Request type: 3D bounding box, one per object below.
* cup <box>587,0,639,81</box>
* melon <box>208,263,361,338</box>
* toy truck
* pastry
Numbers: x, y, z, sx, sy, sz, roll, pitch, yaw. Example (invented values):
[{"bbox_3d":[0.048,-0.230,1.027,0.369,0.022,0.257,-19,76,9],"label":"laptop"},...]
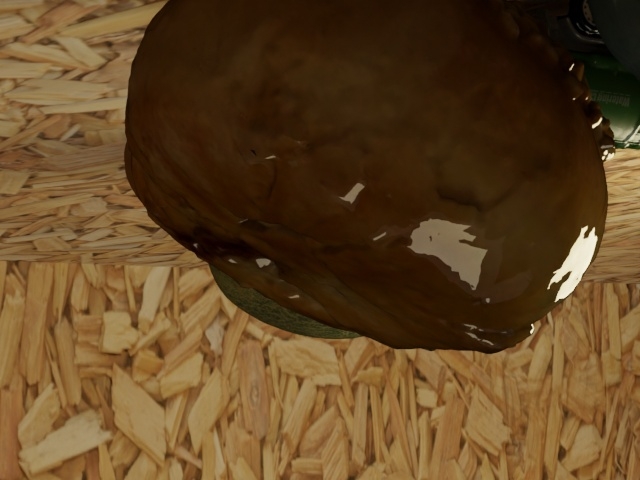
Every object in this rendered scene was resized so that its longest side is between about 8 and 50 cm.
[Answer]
[{"bbox_3d":[0.254,-0.173,0.992,0.199,0.150,0.199,-1,172,0],"label":"cup"},{"bbox_3d":[0.000,0.000,1.859,0.329,0.249,0.248,3,177,38],"label":"melon"},{"bbox_3d":[0.260,-0.144,1.309,0.242,0.125,0.101,2,171,-33],"label":"toy truck"},{"bbox_3d":[0.040,-0.075,1.147,0.409,0.245,0.409,25,160,9],"label":"pastry"}]
